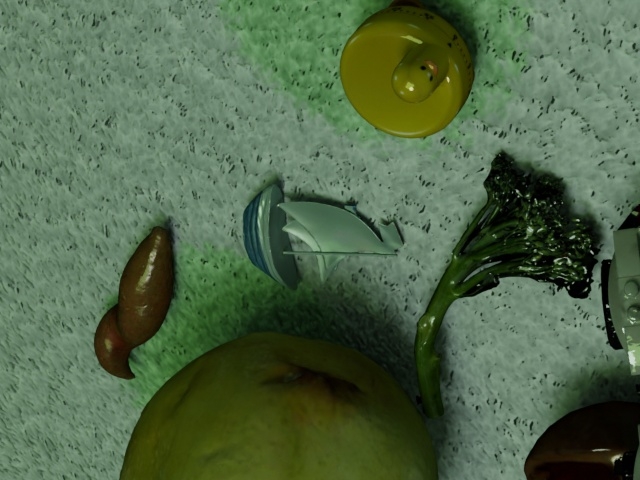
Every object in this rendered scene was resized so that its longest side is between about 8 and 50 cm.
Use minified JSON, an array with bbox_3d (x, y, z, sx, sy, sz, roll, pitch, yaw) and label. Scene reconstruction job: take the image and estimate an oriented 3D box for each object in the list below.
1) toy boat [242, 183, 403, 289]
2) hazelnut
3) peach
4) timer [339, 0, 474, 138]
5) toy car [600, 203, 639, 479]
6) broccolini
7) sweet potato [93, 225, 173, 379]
[{"bbox_3d":[-0.009,-0.008,1.569,0.149,0.034,0.105,-17,114,37],"label":"toy boat"},{"bbox_3d":[0.267,0.223,1.496,0.202,0.160,0.170,21,130,7],"label":"hazelnut"},{"bbox_3d":[-0.038,0.239,1.595,0.282,0.314,0.315,8,104,-16],"label":"peach"},{"bbox_3d":[0.065,-0.128,1.392,0.107,0.109,0.107,15,128,20],"label":"timer"},{"bbox_3d":[0.307,0.103,1.346,0.193,0.118,0.301,-6,88,14],"label":"toy car"},{"bbox_3d":[0.154,0.060,1.509,0.123,0.062,0.271,37,128,21],"label":"broccolini"},{"bbox_3d":[-0.175,0.065,1.701,0.055,0.058,0.202,19,132,-10],"label":"sweet potato"}]
